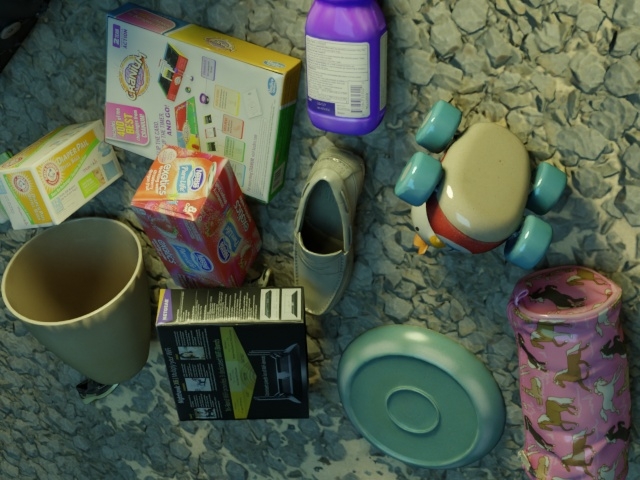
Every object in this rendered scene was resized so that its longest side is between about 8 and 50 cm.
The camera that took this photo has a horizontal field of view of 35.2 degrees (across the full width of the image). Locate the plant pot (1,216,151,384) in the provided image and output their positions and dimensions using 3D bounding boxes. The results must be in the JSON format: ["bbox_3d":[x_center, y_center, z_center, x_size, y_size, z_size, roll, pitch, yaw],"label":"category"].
[{"bbox_3d":[-0.419,0.140,1.889,0.257,0.256,0.274,10,140,22],"label":"plant pot"}]

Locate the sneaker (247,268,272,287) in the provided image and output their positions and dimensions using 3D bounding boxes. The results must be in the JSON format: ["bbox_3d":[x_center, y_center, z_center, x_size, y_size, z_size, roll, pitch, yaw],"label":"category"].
[{"bbox_3d":[-0.112,0.078,1.803,0.037,0.032,0.083,31,128,6],"label":"sneaker"}]

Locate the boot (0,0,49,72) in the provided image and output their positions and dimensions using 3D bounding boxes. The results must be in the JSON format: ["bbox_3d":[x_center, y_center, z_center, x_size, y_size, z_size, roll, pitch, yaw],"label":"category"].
[{"bbox_3d":[-0.580,-0.356,1.568,0.445,0.367,0.146,-29,81,37],"label":"boot"}]

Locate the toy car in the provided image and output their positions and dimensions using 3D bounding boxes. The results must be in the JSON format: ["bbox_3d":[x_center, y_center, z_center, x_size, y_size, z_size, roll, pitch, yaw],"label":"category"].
[{"bbox_3d":[0.196,-0.039,1.478,0.219,0.210,0.238,29,142,-7],"label":"toy car"}]

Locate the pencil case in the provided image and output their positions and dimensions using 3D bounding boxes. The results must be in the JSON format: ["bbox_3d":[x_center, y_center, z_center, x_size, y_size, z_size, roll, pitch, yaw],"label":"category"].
[{"bbox_3d":[0.386,0.224,1.564,0.160,0.167,0.386,30,138,51],"label":"pencil case"}]

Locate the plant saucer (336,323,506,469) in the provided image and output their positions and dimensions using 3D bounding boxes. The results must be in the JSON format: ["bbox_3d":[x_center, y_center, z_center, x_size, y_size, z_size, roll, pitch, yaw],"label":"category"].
[{"bbox_3d":[0.168,0.291,1.790,0.318,0.043,0.317,13,124,20],"label":"plant saucer"}]

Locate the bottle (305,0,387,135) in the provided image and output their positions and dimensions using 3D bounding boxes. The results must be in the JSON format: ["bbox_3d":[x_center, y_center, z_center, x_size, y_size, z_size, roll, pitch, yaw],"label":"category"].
[{"bbox_3d":[0.036,-0.294,1.450,0.118,0.092,0.282,11,124,20],"label":"bottle"}]

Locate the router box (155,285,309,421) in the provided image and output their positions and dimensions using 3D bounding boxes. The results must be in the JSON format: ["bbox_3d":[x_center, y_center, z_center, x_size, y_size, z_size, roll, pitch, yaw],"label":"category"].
[{"bbox_3d":[-0.143,0.204,1.762,0.243,0.081,0.308,-1,140,0],"label":"router box"}]

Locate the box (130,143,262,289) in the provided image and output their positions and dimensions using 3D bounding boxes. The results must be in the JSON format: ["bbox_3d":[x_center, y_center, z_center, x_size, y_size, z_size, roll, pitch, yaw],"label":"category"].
[{"bbox_3d":[-0.197,-0.025,1.660,0.123,0.128,0.257,15,151,20],"label":"box"}]

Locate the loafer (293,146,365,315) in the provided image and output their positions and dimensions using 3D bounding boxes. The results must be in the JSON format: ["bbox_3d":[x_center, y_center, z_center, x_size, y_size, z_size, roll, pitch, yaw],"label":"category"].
[{"bbox_3d":[0.000,0.000,1.644,0.112,0.111,0.319,18,126,16],"label":"loafer"}]

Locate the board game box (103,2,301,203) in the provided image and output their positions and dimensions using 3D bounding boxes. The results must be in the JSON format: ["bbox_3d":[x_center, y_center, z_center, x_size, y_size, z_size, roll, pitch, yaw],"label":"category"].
[{"bbox_3d":[-0.199,-0.223,1.635,0.317,0.064,0.242,21,127,14],"label":"board game box"}]

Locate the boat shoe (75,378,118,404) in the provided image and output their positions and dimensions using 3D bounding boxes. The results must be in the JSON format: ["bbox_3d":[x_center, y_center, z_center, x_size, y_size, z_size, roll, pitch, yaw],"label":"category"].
[{"bbox_3d":[-0.465,0.301,2.111,0.152,0.056,0.049,-32,107,38],"label":"boat shoe"}]

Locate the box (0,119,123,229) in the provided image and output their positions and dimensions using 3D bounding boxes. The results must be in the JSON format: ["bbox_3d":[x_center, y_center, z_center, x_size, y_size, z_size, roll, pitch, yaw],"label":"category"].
[{"bbox_3d":[-0.453,-0.115,1.744,0.103,0.203,0.114,-5,117,30],"label":"box"}]

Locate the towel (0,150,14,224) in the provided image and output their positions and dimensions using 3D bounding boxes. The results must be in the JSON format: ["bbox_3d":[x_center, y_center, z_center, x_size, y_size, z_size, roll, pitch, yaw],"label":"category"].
[{"bbox_3d":[-0.614,-0.101,1.957,0.152,0.023,0.113,-27,108,34],"label":"towel"}]
